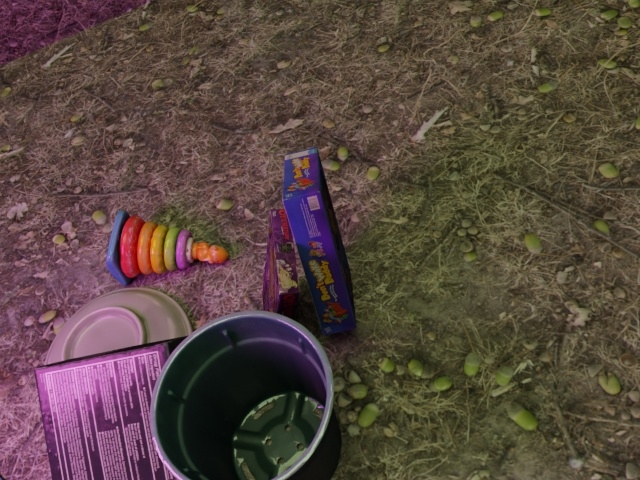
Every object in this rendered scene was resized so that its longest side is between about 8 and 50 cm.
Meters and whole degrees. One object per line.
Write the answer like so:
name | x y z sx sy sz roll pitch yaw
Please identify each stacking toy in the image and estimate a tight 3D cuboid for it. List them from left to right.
stacking toy | -0.390 0.023 1.704 0.302 0.175 0.165 3 61 3

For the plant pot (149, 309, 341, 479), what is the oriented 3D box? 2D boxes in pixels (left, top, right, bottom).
plant pot | -0.111 0.364 1.290 0.341 0.334 0.341 -6 57 9

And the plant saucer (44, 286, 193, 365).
plant saucer | -0.512 0.276 1.589 0.400 0.100 0.400 -6 58 10

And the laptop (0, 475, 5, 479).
laptop | -0.809 0.698 1.320 0.382 0.408 0.236 28 102 28

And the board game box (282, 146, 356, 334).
board game box | 0.000 0.000 1.448 0.078 0.347 0.233 -13 29 6

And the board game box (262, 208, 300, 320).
board game box | -0.093 0.115 1.441 0.056 0.347 0.208 -6 57 -12

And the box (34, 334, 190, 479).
box | -0.406 0.379 1.387 0.294 0.183 0.296 -12 86 7
